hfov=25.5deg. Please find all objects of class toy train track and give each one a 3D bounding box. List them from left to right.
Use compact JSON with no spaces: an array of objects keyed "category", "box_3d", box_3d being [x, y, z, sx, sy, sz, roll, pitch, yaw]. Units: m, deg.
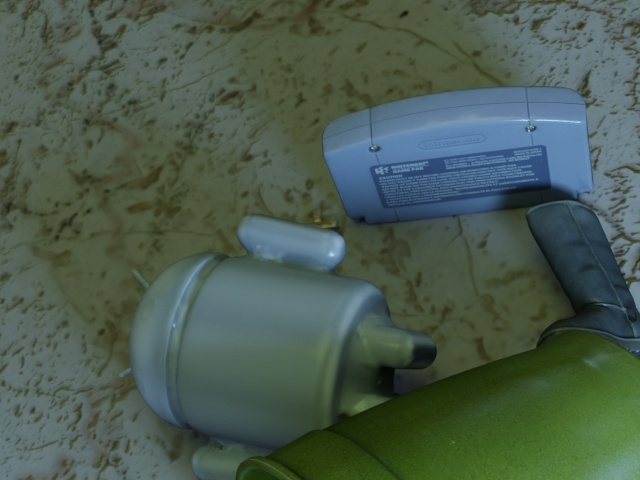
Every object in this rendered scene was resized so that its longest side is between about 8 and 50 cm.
[{"category":"toy train track","box_3d":[0.000,0.000,1.717,0.048,0.014,0.083,-7,61,1]}]

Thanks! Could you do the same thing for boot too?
[{"category":"boot","box_3d":[0.274,0.044,1.537,0.076,0.190,0.208,-39,54,35]}]

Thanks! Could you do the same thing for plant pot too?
[{"category":"plant pot","box_3d":[0.168,0.267,1.321,0.353,0.366,0.366,-32,54,-21]}]

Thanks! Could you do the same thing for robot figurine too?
[{"category":"robot figurine","box_3d":[-0.058,0.125,1.536,0.354,0.200,0.299,11,85,20]}]

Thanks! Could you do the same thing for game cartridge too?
[{"category":"game cartridge","box_3d":[0.160,-0.098,1.627,0.297,0.198,0.062,-6,56,10]}]
